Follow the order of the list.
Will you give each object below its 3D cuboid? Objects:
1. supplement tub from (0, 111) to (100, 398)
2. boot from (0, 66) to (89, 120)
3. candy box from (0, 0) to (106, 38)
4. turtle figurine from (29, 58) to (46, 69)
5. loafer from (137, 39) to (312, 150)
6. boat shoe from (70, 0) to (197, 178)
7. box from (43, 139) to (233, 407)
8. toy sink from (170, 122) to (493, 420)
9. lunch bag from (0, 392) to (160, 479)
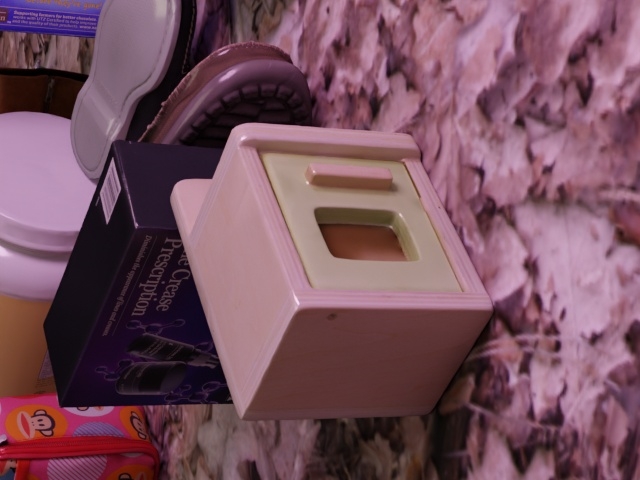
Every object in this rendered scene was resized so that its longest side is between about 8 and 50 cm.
[{"bbox_3d":[-0.363,0.035,1.573,0.331,0.241,0.241,-65,34,39],"label":"supplement tub"},{"bbox_3d":[-0.428,-0.090,1.695,0.096,0.264,0.280,54,136,45],"label":"boot"},{"bbox_3d":[-0.266,-0.385,1.378,0.122,0.268,0.317,52,133,47],"label":"candy box"},{"bbox_3d":[-0.482,-0.181,1.942,0.118,0.175,0.234,70,159,4],"label":"turtle figurine"},{"bbox_3d":[-0.123,-0.084,1.217,0.366,0.134,0.130,-47,47,52],"label":"loafer"},{"bbox_3d":[-0.189,-0.184,1.405,0.114,0.091,0.302,60,142,16],"label":"boat shoe"},{"bbox_3d":[-0.121,0.038,1.152,0.261,0.184,0.103,-60,40,44],"label":"box"},{"bbox_3d":[0.000,0.000,0.949,0.131,0.153,0.234,-64,34,39],"label":"toy sink"},{"bbox_3d":[-0.333,0.303,1.474,0.120,0.258,0.293,61,140,46],"label":"lunch bag"}]
